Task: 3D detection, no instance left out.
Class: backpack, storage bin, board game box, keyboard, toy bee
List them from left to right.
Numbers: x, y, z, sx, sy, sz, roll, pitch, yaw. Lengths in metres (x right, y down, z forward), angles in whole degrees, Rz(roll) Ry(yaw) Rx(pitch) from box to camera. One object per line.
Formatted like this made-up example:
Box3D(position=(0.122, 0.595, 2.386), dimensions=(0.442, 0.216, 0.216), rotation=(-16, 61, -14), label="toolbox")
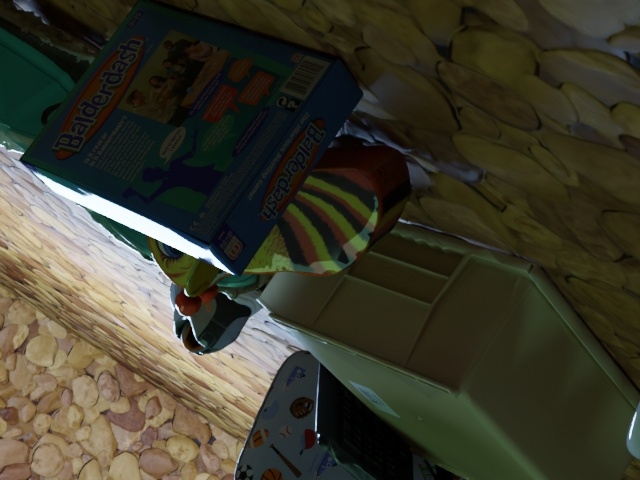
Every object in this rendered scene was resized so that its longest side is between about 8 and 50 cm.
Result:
Box3D(position=(-0.096, -0.080, 1.053), dimensions=(0.210, 0.160, 0.047), rotation=(24, 163, 38), label="board game box")
Box3D(position=(-0.066, -0.016, 1.163), dimensions=(0.298, 0.195, 0.162), rotation=(24, 127, 45), label="toy bee")
Box3D(position=(0.045, 0.262, 1.724), dimensions=(0.263, 0.276, 0.213), rotation=(14, 160, 22), label="backpack")
Box3D(position=(0.077, 0.185, 1.499), dimensions=(0.201, 0.033, 0.317), rotation=(43, -163, -13), label="keyboard")
Box3D(position=(0.117, 0.108, 1.278), dimensions=(0.260, 0.123, 0.262), rotation=(20, 160, 47), label="storage bin")

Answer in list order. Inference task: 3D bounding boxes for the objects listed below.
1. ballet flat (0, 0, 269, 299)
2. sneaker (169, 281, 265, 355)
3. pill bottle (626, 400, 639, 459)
Box3D(position=(-0.191, -0.107, 1.311), dimensions=(0.409, 0.147, 0.147), rotation=(36, 166, 6), label="ballet flat")
Box3D(position=(-0.150, 0.091, 1.848), dimensions=(0.100, 0.108, 0.271), rotation=(35, 167, -9), label="sneaker")
Box3D(position=(0.313, 0.132, 0.921), dimensions=(0.216, 0.121, 0.121), rotation=(29, 165, 19), label="pill bottle")
